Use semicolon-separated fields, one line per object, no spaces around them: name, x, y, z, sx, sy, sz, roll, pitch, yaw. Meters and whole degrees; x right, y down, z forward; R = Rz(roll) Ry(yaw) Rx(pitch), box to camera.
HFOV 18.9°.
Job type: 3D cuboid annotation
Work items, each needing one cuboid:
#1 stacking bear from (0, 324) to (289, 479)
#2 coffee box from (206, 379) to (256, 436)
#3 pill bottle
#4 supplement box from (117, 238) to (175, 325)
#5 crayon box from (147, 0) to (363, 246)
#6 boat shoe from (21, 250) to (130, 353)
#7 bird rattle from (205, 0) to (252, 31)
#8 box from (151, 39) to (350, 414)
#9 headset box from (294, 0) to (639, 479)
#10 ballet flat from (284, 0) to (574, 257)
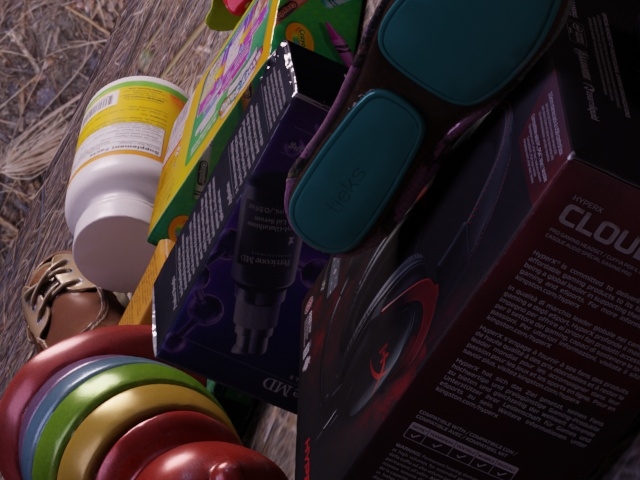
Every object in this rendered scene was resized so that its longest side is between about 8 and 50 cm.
stacking bear;-0.114;0.170;1.355;0.289;0.164;0.175;22;99;61
coffee box;-0.077;0.086;1.599;0.113;0.040;0.184;-66;15;4
pill bottle;-0.200;-0.058;2.052;0.136;0.136;0.245;-57;18;33
supplement box;-0.160;0.120;1.764;0.233;0.078;0.080;-63;15;17
crayon box;-0.061;-0.121;1.775;0.278;0.081;0.165;-52;21;44
boat shoe;-0.270;0.080;2.047;0.123;0.116;0.324;-40;12;-5
bird rattle;-0.052;-0.310;1.895;0.207;0.143;0.253;-38;-2;-13
box;0.000;0.000;1.248;0.207;0.153;0.108;-62;16;20
headset box;0.100;0.008;0.966;0.293;0.110;0.218;-57;17;30
ballet flat;0.054;-0.082;0.925;0.221;0.077;0.079;-55;-2;37
